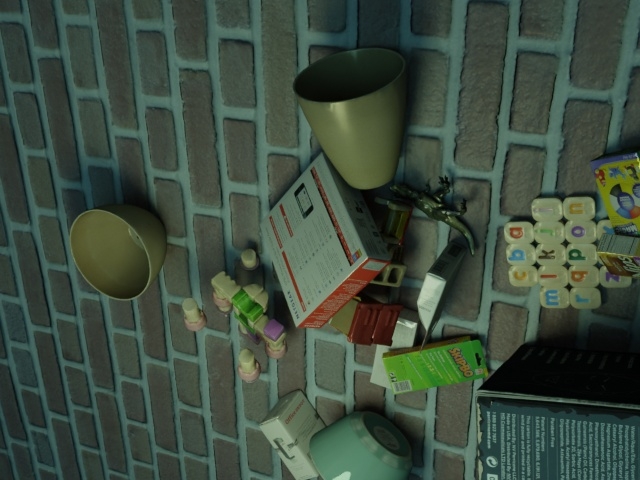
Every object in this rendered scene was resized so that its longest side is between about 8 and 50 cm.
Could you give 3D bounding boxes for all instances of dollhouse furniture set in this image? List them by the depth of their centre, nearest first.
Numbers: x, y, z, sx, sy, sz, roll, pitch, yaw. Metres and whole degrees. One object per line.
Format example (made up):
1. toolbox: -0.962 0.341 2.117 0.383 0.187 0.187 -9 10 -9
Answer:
1. dollhouse furniture set: 0.121 0.065 1.901 0.201 0.152 0.374 28 105 48

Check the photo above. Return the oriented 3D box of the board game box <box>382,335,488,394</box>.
1. board game box: 0.304 0.330 1.973 0.259 0.039 0.124 -12 115 14

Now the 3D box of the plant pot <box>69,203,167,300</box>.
1. plant pot: -0.565 0.007 2.197 0.284 0.191 0.284 11 118 21

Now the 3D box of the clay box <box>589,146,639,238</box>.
1. clay box: 0.670 -0.083 1.583 0.127 0.053 0.222 -9 105 63

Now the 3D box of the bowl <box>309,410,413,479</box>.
1. bowl: 0.138 0.601 2.099 0.311 0.311 0.163 38 105 6

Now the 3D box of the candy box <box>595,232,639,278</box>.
1. candy box: 0.700 0.042 1.590 0.186 0.053 0.109 11 157 45

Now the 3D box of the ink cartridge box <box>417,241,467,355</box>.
1. ink cartridge box: 0.281 0.141 1.844 0.066 0.189 0.232 28 123 13

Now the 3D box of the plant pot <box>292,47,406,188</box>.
1. plant pot: 0.091 -0.266 1.733 0.256 0.256 0.274 4 131 25

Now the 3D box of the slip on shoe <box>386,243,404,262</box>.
1. slip on shoe: 0.184 0.057 1.944 0.041 0.051 0.135 -126 33 -44

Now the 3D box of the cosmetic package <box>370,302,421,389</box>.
1. cosmetic package: 0.206 0.295 2.032 0.099 0.060 0.239 18 120 18

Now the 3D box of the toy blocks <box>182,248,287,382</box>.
1. toy blocks: -0.191 0.222 2.132 0.288 0.309 0.260 39 158 19

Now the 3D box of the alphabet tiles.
1. alphabet tiles: 0.578 0.030 1.745 0.278 0.021 0.284 -2 113 24

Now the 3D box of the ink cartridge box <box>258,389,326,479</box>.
1. ink cartridge box: -0.065 0.587 2.246 0.092 0.158 0.218 -27 99 34

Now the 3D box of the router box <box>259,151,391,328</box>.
1. router box: 0.000 0.000 1.870 0.301 0.082 0.335 -46 51 35

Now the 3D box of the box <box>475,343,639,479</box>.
1. box: 0.624 0.422 1.603 0.471 0.480 0.297 -1 93 27

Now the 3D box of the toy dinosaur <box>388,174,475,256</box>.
1. toy dinosaur: 0.298 -0.081 1.809 0.268 0.064 0.118 38 139 5
